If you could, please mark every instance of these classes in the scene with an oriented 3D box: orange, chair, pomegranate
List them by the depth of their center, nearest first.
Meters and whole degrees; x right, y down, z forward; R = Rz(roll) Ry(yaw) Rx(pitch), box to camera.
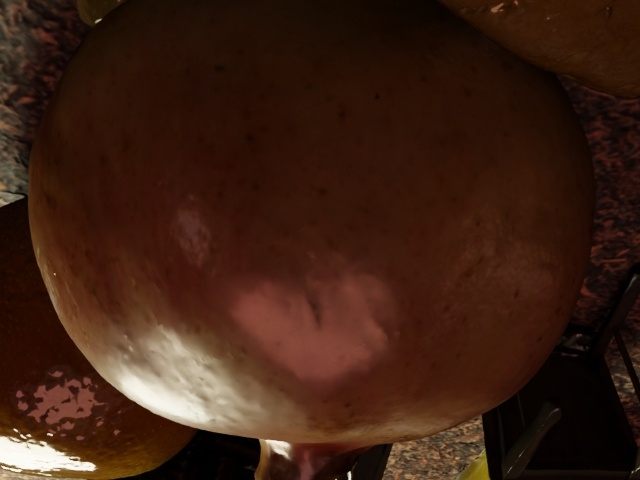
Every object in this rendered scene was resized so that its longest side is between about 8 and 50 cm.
[{"bbox_3d":[0.000,0.000,0.514,0.338,0.338,0.338,1,143,1],"label":"pomegranate"},{"bbox_3d":[-0.200,0.086,0.715,0.264,0.264,0.264,1,143,1],"label":"orange"},{"bbox_3d":[0.235,0.179,0.875,0.160,0.186,0.319,1,141,-8],"label":"chair"}]

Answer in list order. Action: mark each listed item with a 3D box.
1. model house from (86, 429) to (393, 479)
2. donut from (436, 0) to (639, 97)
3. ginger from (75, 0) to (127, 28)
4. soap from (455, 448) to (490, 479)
[{"bbox_3d":[-0.096,0.211,0.847,0.282,0.317,0.297,13,151,18],"label":"model house"},{"bbox_3d":[0.117,-0.176,0.391,0.261,0.209,0.128,26,137,-22],"label":"donut"},{"bbox_3d":[-0.100,-0.192,0.481,0.205,0.081,0.115,-19,126,33],"label":"ginger"},{"bbox_3d":[0.253,0.344,1.124,0.076,0.135,0.233,8,142,-8],"label":"soap"}]
